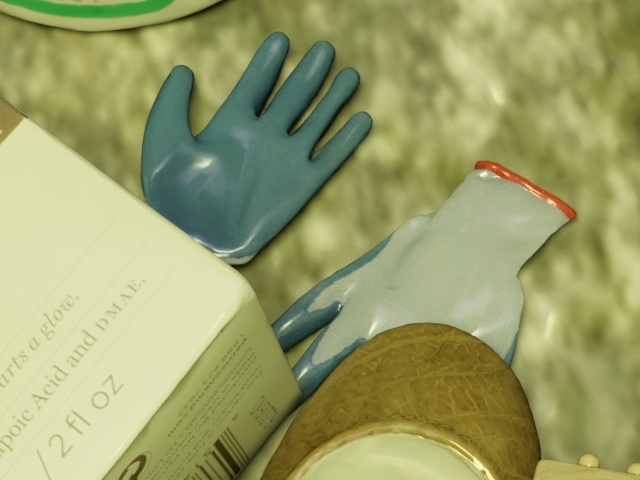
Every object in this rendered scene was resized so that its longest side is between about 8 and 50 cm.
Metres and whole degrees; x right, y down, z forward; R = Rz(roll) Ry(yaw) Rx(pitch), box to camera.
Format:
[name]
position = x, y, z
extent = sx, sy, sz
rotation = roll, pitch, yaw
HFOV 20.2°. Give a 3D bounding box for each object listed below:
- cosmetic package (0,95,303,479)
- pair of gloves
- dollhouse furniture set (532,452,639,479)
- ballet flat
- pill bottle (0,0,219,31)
[cosmetic package]
position = -0.128, 0.041, 0.641
extent = 0.183, 0.151, 0.151
rotation = 35, 79, 15
[pair of gloves]
position = 0.000, 0.000, 0.750
extent = 0.198, 0.023, 0.159
rotation = 33, 65, 13
[dollhouse furniture set]
position = 0.168, 0.093, 0.654
extent = 0.151, 0.144, 0.123
rotation = 8, 57, 19
[ballet flat]
position = -0.006, 0.166, 0.597
extent = 0.116, 0.124, 0.342
rotation = 27, 69, 7
[pill bottle]
position = -0.096, -0.258, 0.688
extent = 0.204, 0.361, 0.204
rotation = 1, 63, -1
